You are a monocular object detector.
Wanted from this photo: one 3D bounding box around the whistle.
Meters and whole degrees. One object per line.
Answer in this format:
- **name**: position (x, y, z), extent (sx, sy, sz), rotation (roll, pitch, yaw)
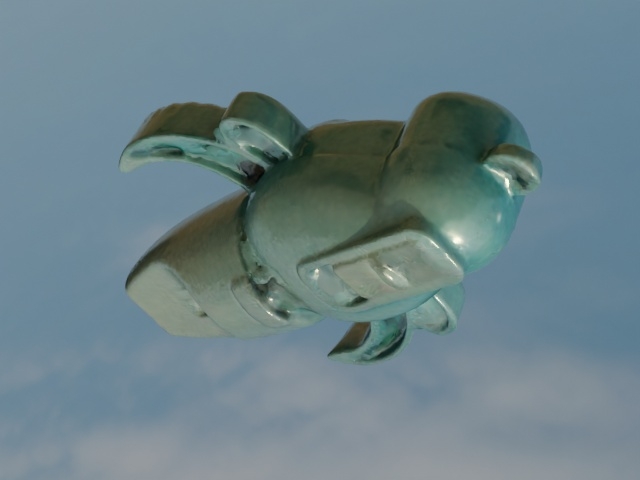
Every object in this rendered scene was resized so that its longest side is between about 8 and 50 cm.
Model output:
- **whistle**: position (0.000, 0.000, 0.691), extent (0.274, 0.186, 0.093), rotation (-19, -144, 44)
